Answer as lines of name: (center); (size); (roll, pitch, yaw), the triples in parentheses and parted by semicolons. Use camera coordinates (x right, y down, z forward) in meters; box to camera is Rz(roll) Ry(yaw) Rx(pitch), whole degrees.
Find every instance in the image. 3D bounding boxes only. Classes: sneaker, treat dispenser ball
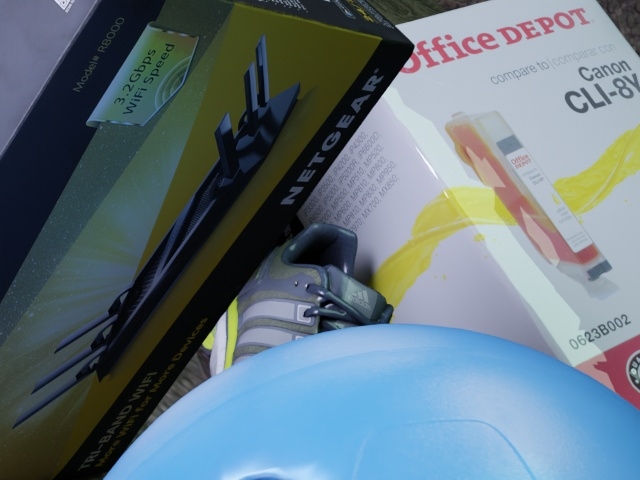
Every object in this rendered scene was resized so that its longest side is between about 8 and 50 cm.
sneaker: (-0.008, 0.084, 1.004); (0.111, 0.121, 0.300); (26, 21, -25)
treat dispenser ball: (0.033, 0.176, 0.606); (0.288, 0.288, 0.288); (31, 20, -13)

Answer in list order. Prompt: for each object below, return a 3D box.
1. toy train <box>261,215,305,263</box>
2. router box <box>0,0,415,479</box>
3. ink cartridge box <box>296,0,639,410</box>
toy train: (0.000, 0.000, 1.288); (0.105, 0.080, 0.184); (35, 18, -25)
router box: (-0.122, -0.008, 0.744); (0.081, 0.309, 0.243); (45, 22, 24)
ink cartridge box: (0.178, 0.009, 1.180); (0.279, 0.160, 0.385); (-20, 68, -38)
